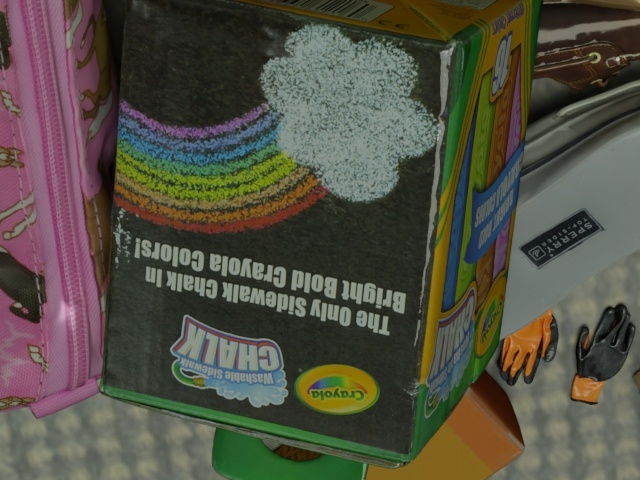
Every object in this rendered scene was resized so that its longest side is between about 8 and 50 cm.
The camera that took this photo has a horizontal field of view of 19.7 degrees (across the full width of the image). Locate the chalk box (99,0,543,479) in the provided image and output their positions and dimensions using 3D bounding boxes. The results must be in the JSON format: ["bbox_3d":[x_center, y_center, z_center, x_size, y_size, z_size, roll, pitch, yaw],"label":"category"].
[{"bbox_3d":[0.000,0.000,0.990,0.180,0.179,0.289,13,112,17],"label":"chalk box"}]

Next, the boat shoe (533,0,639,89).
[{"bbox_3d":[0.144,-0.123,1.060,0.207,0.073,0.073,0,116,3],"label":"boat shoe"}]

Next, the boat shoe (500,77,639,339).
[{"bbox_3d":[0.116,-0.018,1.095,0.267,0.088,0.096,-34,114,30],"label":"boat shoe"}]

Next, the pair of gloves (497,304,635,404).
[{"bbox_3d":[0.157,0.068,1.180,0.083,0.010,0.074,13,113,-12],"label":"pair of gloves"}]

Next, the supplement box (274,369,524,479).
[{"bbox_3d":[0.013,0.159,1.175,0.233,0.080,0.078,-38,112,11],"label":"supplement box"}]

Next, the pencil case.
[{"bbox_3d":[-0.170,-0.090,0.958,0.160,0.167,0.386,7,129,10],"label":"pencil case"}]

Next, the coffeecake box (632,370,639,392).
[{"bbox_3d":[0.319,0.086,1.172,0.185,0.068,0.142,-42,111,13],"label":"coffeecake box"}]
